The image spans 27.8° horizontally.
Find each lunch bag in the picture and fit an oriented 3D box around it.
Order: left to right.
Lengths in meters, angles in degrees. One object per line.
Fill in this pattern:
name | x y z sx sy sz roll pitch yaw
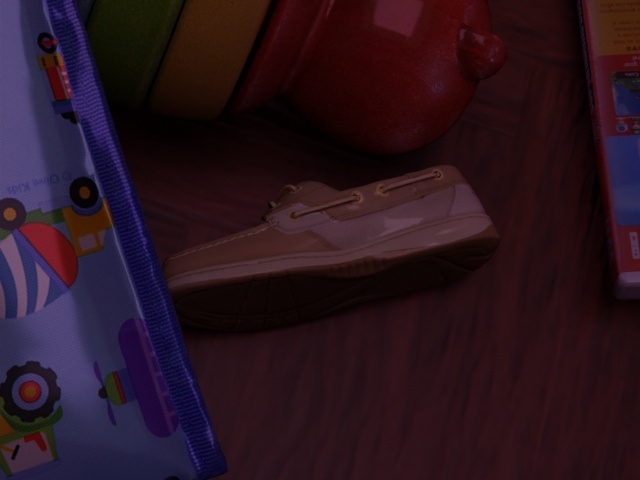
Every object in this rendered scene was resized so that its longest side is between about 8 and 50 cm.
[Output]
lunch bag | -0.188 -0.026 0.493 0.221 0.138 0.293 -17 102 -9

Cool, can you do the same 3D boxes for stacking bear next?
stacking bear | -0.054 -0.132 0.622 0.289 0.175 0.164 20 66 -9

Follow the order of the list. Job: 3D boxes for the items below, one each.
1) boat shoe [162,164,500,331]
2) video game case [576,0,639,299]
boat shoe | 0.000 0.000 0.631 0.170 0.063 0.059 -10 62 -16
video game case | 0.244 -0.108 0.696 0.204 0.025 0.285 -2 66 2
